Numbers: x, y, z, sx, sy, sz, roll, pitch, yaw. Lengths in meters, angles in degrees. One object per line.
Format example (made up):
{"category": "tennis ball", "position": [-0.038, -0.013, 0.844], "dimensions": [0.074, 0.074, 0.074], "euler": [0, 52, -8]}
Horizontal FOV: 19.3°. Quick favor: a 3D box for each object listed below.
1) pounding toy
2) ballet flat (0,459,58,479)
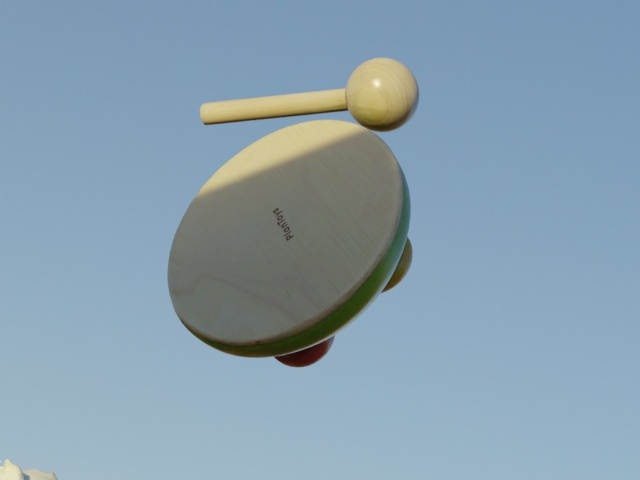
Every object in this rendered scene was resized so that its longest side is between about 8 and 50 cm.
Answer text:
{"category": "pounding toy", "position": [0.000, 0.000, 1.310], "dimensions": [0.183, 0.237, 0.110], "euler": [-15, -42, 25]}
{"category": "ballet flat", "position": [-0.212, 0.243, 0.671], "dimensions": [0.147, 0.409, 0.147], "euler": [41, -21, 19]}
